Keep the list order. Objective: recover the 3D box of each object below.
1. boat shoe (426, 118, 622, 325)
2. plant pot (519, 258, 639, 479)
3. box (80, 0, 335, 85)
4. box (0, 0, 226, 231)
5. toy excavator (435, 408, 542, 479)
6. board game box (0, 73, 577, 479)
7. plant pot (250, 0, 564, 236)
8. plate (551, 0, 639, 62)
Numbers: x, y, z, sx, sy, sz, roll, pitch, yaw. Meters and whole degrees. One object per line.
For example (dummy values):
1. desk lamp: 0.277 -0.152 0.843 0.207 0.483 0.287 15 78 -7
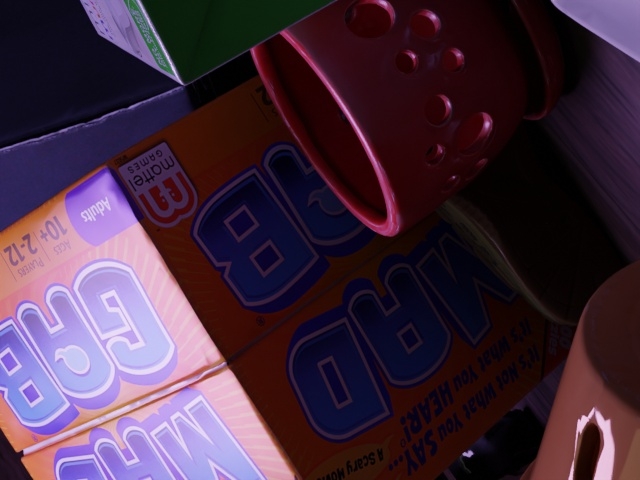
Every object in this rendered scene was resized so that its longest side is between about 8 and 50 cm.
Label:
1. boat shoe: 0.126 -0.049 1.300 0.285 0.105 0.089 57 167 2
2. plant pot: 0.243 0.133 0.897 0.291 0.291 0.203 45 146 51
3. box: -0.037 -0.231 1.098 0.126 0.262 0.231 63 169 -23
4. box: -0.268 -0.142 2.020 0.471 0.297 0.480 68 -176 -49
5. toy excavator: 0.182 0.395 1.904 0.222 0.433 0.445 54 141 18
6. board game box: -0.063 0.067 1.465 0.356 0.356 0.356 -27 96 49
7. plant pot: 0.067 -0.123 1.161 0.191 0.174 0.191 56 169 16
8. plate: 0.175 -0.193 0.823 0.278 0.045 0.277 46 163 51
